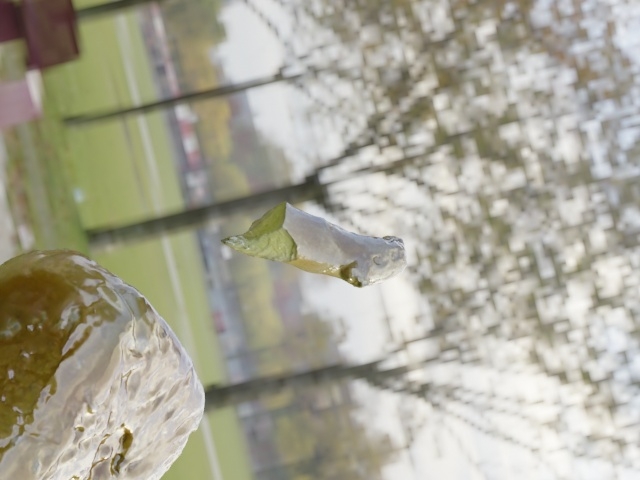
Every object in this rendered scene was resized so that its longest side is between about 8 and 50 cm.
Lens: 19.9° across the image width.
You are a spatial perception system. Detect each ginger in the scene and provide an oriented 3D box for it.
[{"bbox_3d":[0.000,0.003,1.264,0.057,0.137,0.044,-171,-83,-70],"label":"ginger"}]

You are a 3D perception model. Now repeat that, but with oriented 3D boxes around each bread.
[{"bbox_3d":[-0.221,0.131,1.262,0.176,0.246,0.195,26,-26,28],"label":"bread"}]
